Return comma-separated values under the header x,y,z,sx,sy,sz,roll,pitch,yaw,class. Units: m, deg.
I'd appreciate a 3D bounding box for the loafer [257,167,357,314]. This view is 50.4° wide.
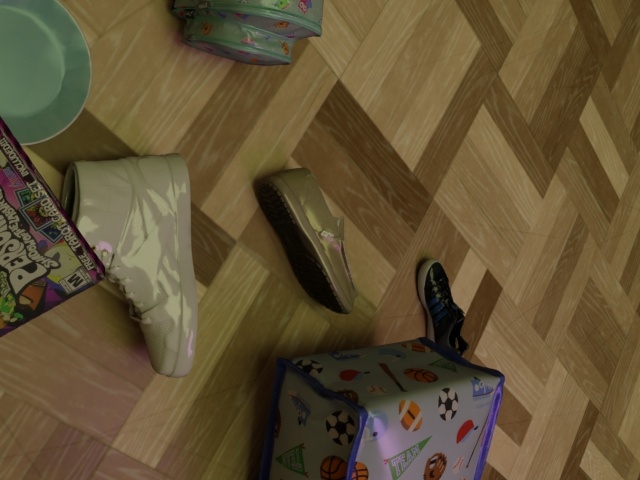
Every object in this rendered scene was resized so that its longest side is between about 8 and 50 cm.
x,y,z,sx,sy,sz,roll,pitch,yaw,class
0.000,0.000,1.066,0.092,0.102,0.268,-40,120,-26,loafer

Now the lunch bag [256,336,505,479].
x,y,z,sx,sy,sz,roll,pitch,yaw,class
0.078,0.368,1.070,0.328,0.239,0.385,-2,105,-37,lunch bag

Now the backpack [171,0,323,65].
x,y,z,sx,sy,sz,roll,pitch,yaw,class
-0.087,-0.306,0.889,0.166,0.188,0.144,3,93,-44,backpack

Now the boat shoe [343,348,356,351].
x,y,z,sx,sy,sz,roll,pitch,yaw,class
0.029,0.231,1.161,0.137,0.049,0.043,-27,149,-39,boat shoe

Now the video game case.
x,y,z,sx,sy,sz,roll,pitch,yaw,class
-0.376,-0.003,0.704,0.210,0.042,0.232,-29,117,-8,video game case

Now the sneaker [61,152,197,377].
x,y,z,sx,sy,sz,roll,pitch,yaw,class
-0.250,0.040,0.851,0.169,0.108,0.292,-7,95,-36,sneaker

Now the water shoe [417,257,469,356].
x,y,z,sx,sy,sz,roll,pitch,yaw,class
0.248,0.130,1.325,0.073,0.080,0.203,-27,113,-38,water shoe

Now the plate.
x,y,z,sx,sy,sz,roll,pitch,yaw,class
-0.352,-0.201,0.769,0.188,0.024,0.188,-6,99,-43,plate
